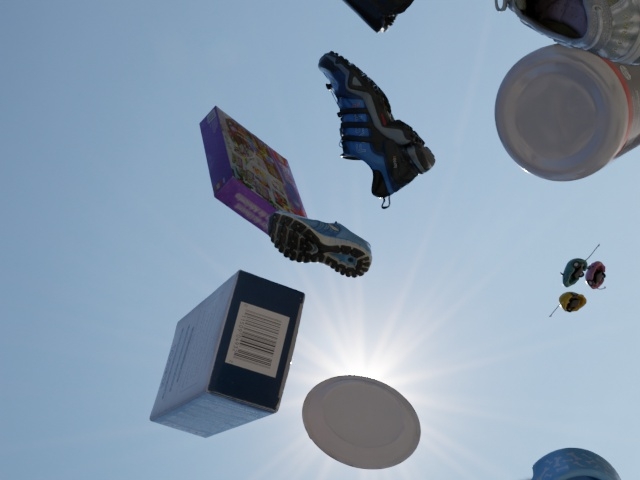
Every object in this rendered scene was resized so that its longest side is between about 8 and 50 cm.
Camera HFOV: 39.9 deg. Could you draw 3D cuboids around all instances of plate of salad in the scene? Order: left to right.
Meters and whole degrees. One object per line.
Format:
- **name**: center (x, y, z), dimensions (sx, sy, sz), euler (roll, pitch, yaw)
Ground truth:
- **plate of salad**: center (0.066, 0.301, 1.448), dimensions (0.200, 0.200, 0.048), euler (-35, -33, -46)

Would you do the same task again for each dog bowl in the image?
- **dog bowl**: center (0.344, 0.451, 1.344), dimensions (0.297, 0.074, 0.166), euler (-41, -90, 1)

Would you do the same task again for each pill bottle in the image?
- **pill bottle**: center (0.454, -0.235, 1.451), dimensions (0.363, 0.210, 0.210), euler (-26, -70, -50)

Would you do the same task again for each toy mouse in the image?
- **toy mouse**: center (0.494, 0.065, 1.664), dimensions (0.161, 0.031, 0.143), euler (-6, -63, -35)

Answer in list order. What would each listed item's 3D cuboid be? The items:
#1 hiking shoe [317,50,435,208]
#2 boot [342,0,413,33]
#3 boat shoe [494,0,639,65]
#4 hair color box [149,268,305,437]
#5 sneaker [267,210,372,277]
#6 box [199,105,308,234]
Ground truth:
- **hiking shoe**: center (0.068, -0.211, 1.576), dimensions (0.304, 0.132, 0.113), euler (55, -165, 23)
- **boot**: center (0.077, -0.453, 1.349), dimensions (0.207, 0.246, 0.094), euler (35, -127, -3)
- **boat shoe**: center (0.291, -0.310, 1.093), dimensions (0.103, 0.320, 0.118), euler (1, -55, -22)
- **hair color box**: center (-0.145, 0.178, 1.291), dimensions (0.105, 0.347, 0.174), euler (21, -113, -17)
- **sneaker**: center (0.000, 0.000, 1.269), dimensions (0.073, 0.162, 0.063), euler (-59, -8, -62)
- **box**: center (-0.127, -0.121, 1.678), dimensions (0.201, 0.057, 0.293), euler (36, -161, -30)
